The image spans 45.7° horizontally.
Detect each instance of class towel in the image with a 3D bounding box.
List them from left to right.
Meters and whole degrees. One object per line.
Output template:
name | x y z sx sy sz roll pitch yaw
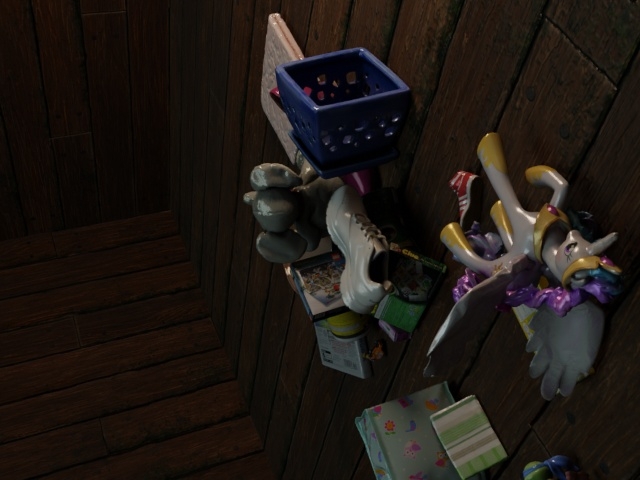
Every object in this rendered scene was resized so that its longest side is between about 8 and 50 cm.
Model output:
towel | -0.099 -0.447 2.256 0.332 0.053 0.317 104 146 -50
towel | 0.315 0.420 1.622 0.152 0.113 0.023 64 -178 29

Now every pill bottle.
pill bottle | 0.058 0.158 2.033 0.119 0.119 0.208 41 156 57

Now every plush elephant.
plush elephant | -0.077 -0.091 1.933 0.330 0.255 0.272 -150 62 -63

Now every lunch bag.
lunch bag | 0.228 0.481 1.707 0.160 0.223 0.262 112 139 -64

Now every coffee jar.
coffee jar | 0.156 -0.026 1.780 0.079 0.096 0.184 19 -126 -73

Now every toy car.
toy car | 0.154 0.303 2.082 0.040 0.060 0.122 31 172 1

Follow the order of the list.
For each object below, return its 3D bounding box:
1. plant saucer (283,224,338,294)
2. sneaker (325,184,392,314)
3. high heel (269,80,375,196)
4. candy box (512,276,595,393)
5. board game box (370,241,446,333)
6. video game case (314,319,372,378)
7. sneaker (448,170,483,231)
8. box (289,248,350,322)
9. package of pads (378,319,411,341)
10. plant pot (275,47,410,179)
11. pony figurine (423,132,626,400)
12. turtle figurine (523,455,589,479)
plant saucer | -0.026 0.006 2.179 0.310 0.050 0.311 3 94 61
sneaker | 0.099 0.007 1.679 0.129 0.111 0.297 -36 62 51
high heel | 0.005 -0.245 1.924 0.127 0.181 0.377 113 140 -55
candy box | 0.405 0.161 1.353 0.206 0.027 0.105 68 154 22
board game box | 0.188 0.114 1.756 0.260 0.136 0.030 107 -174 -51
video game case | 0.049 0.248 2.292 0.329 0.036 0.300 175 83 -69
sneaker | 0.284 -0.080 1.504 0.067 0.042 0.118 39 129 52
box | 0.059 0.099 1.907 0.044 0.233 0.159 97 153 -55
package of pads | 0.187 0.218 1.903 0.083 0.050 0.032 -134 43 -54
plant pot | 0.048 -0.284 1.743 0.236 0.236 0.212 -125 25 -44
pony figurine | 0.318 0.052 1.220 0.363 0.302 0.351 -112 34 -52
turtle figurine | 0.406 0.552 1.347 0.266 0.274 0.198 56 -176 36
